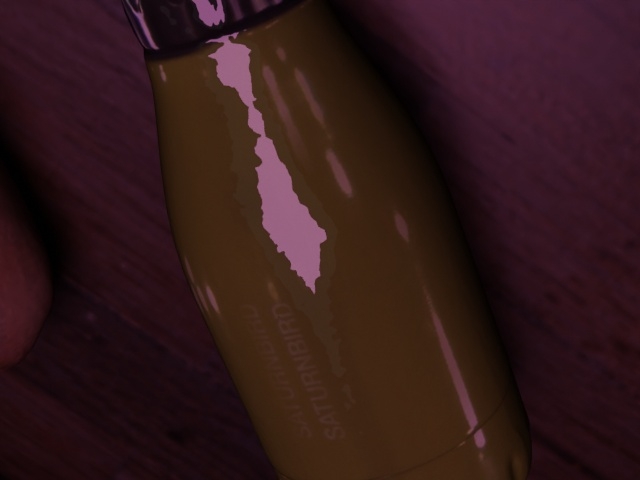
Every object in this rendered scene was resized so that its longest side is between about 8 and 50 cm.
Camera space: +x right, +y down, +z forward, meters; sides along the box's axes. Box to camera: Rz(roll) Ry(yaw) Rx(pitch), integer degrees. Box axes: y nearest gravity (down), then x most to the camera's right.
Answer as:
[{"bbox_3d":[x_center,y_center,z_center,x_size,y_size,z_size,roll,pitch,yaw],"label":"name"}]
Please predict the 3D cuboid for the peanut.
[{"bbox_3d":[-0.168,-0.008,0.495,0.076,0.076,0.152,-15,115,14],"label":"peanut"}]

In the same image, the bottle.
[{"bbox_3d":[0.000,0.000,0.452,0.112,0.112,0.260,-16,113,15],"label":"bottle"}]
